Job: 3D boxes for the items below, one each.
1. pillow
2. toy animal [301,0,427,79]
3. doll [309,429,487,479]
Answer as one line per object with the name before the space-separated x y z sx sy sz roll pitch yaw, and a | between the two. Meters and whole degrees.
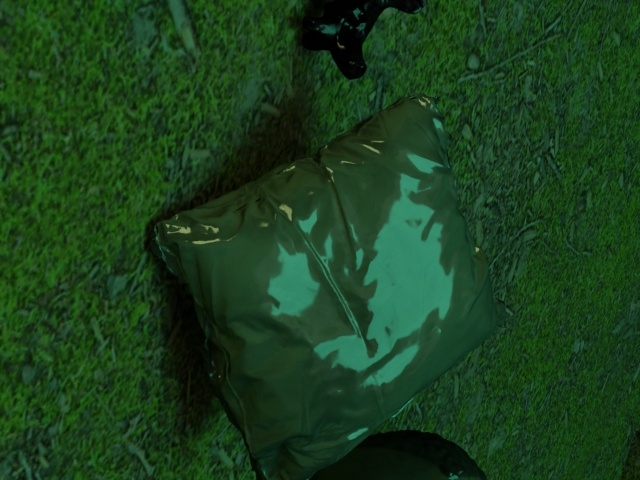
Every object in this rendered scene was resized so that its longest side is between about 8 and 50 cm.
pillow | 0.022 0.038 1.184 0.310 0.138 0.283 -33 116 -19
toy animal | 0.026 -0.246 1.133 0.121 0.117 0.210 -54 150 -18
doll | 0.114 0.348 1.511 0.247 0.247 0.349 -67 155 -9
